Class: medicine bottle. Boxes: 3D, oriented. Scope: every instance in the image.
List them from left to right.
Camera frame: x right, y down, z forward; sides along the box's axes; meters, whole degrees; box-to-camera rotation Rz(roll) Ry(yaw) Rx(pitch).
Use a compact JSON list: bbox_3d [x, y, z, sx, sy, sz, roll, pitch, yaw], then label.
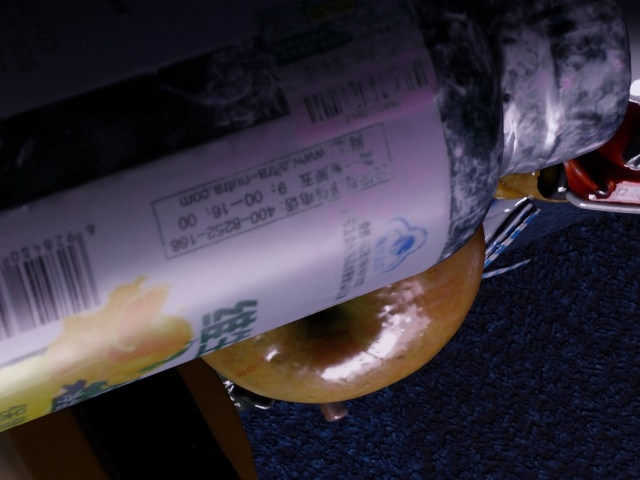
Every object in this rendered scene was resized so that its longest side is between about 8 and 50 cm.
[{"bbox_3d":[-0.040,-0.035,0.580,0.293,0.141,0.141,-21,173,-17],"label":"medicine bottle"}]

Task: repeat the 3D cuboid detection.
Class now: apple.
[{"bbox_3d":[0.000,0.000,0.920,0.182,0.182,0.155,-24,-157,17],"label":"apple"}]

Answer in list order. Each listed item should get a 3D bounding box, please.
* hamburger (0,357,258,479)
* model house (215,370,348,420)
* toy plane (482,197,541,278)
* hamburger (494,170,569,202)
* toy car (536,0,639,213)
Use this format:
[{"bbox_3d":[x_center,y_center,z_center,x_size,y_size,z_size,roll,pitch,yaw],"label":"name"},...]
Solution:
[{"bbox_3d":[-0.176,0.143,1.018,0.176,0.300,0.300,-37,168,23],"label":"hamburger"},{"bbox_3d":[-0.033,0.053,1.197,0.183,0.172,0.166,-19,174,-19],"label":"model house"},{"bbox_3d":[0.158,-0.036,1.546,0.182,0.107,0.273,-2,151,-42],"label":"toy plane"},{"bbox_3d":[0.186,-0.074,1.091,0.206,0.130,0.183,-23,171,33],"label":"hamburger"},{"bbox_3d":[0.160,-0.092,0.887,0.112,0.139,0.112,3,145,-20],"label":"toy car"}]
